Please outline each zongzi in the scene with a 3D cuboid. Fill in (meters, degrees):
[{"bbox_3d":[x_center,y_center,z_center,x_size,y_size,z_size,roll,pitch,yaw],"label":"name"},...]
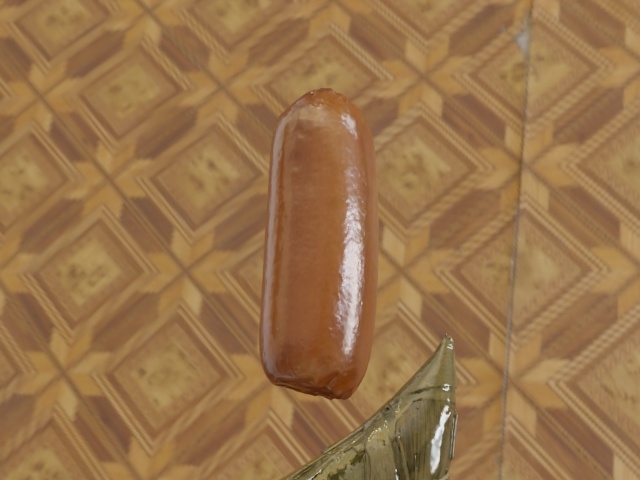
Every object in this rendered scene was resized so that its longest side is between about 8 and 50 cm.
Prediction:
[{"bbox_3d":[0.017,0.156,0.956,0.189,0.081,0.178,5,90,-23],"label":"zongzi"}]

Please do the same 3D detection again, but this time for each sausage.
[{"bbox_3d":[0.000,0.000,0.793,0.076,0.076,0.197,-3,75,16],"label":"sausage"}]
